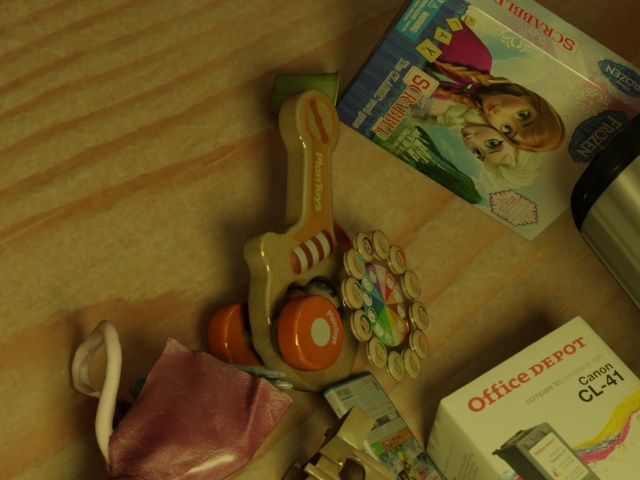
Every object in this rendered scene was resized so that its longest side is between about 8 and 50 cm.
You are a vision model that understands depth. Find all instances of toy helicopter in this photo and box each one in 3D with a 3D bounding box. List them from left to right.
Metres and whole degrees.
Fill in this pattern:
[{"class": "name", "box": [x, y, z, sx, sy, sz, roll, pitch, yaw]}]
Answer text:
[{"class": "toy helicopter", "box": [0.000, 0.000, 1.685, 0.235, 0.140, 0.355, 11, 76, -47]}]

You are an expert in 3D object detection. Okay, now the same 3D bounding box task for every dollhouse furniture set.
[{"class": "dollhouse furniture set", "box": [0.007, 0.293, 1.520, 0.101, 0.182, 0.161, 35, 56, -2]}]

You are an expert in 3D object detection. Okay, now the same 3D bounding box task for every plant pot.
[{"class": "plant pot", "box": [-0.022, -0.180, 1.828, 0.079, 0.083, 0.083, 8, 60, -4]}]

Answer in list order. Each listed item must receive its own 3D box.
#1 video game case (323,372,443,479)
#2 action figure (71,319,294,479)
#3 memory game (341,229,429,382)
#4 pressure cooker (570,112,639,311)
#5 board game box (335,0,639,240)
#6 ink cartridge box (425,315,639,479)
[{"class": "video game case", "box": [0.077, 0.231, 1.645, 0.166, 0.015, 0.119, 56, 22, 11]}, {"class": "action figure", "box": [-0.174, 0.262, 1.421, 0.276, 0.248, 0.370, 31, 53, -5]}, {"class": "memory game", "box": [0.079, 0.075, 1.675, 0.186, 0.012, 0.186, 35, 46, -46]}, {"class": "pressure cooker", "box": [0.533, 0.011, 1.576, 0.376, 0.370, 0.420, -24, 70, -33]}, {"class": "board game box", "box": [0.210, -0.168, 1.769, 0.318, 0.318, 0.066, 32, 58, -4]}, {"class": "ink cartridge box", "box": [0.299, 0.269, 1.629, 0.226, 0.131, 0.306, -28, 62, -23]}]
